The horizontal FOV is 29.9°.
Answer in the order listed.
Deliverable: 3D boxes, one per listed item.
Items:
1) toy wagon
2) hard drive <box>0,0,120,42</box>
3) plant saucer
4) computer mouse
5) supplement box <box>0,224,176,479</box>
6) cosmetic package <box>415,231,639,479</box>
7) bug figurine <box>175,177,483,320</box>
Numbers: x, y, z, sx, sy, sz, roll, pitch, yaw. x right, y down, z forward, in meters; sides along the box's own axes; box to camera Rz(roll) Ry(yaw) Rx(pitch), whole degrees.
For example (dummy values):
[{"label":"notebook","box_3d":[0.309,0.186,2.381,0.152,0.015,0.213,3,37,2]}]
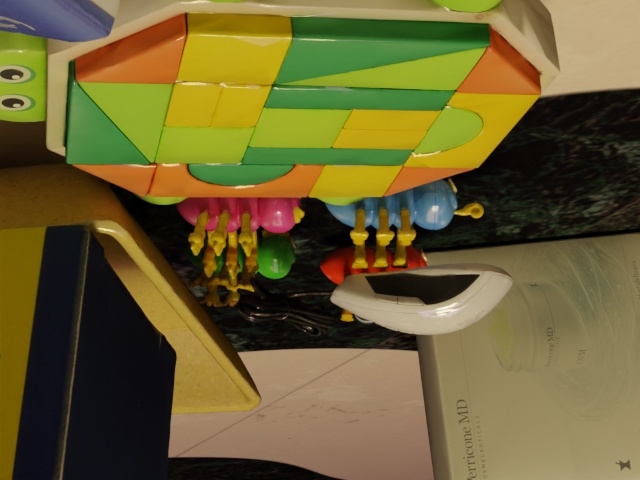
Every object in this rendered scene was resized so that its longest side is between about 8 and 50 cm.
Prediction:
[{"label":"toy wagon","box_3d":[-0.054,-0.087,0.652,0.344,0.068,0.267,-1,160,-14]},{"label":"hard drive","box_3d":[-0.209,-0.127,0.336,0.210,0.040,0.318,11,177,12]},{"label":"plant saucer","box_3d":[-0.238,0.042,0.869,0.332,0.081,0.333,-5,153,11]},{"label":"computer mouse","box_3d":[0.044,0.048,0.864,0.192,0.042,0.106,-6,162,24]},{"label":"supplement box","box_3d":[-0.289,0.125,0.731,0.356,0.195,0.194,-3,153,8]},{"label":"cosmetic package","box_3d":[0.208,0.124,1.090,0.224,0.224,0.138,-6,161,-1]},{"label":"bug figurine","box_3d":[0.000,0.000,0.910,0.216,0.072,0.279,1,165,-2]}]
